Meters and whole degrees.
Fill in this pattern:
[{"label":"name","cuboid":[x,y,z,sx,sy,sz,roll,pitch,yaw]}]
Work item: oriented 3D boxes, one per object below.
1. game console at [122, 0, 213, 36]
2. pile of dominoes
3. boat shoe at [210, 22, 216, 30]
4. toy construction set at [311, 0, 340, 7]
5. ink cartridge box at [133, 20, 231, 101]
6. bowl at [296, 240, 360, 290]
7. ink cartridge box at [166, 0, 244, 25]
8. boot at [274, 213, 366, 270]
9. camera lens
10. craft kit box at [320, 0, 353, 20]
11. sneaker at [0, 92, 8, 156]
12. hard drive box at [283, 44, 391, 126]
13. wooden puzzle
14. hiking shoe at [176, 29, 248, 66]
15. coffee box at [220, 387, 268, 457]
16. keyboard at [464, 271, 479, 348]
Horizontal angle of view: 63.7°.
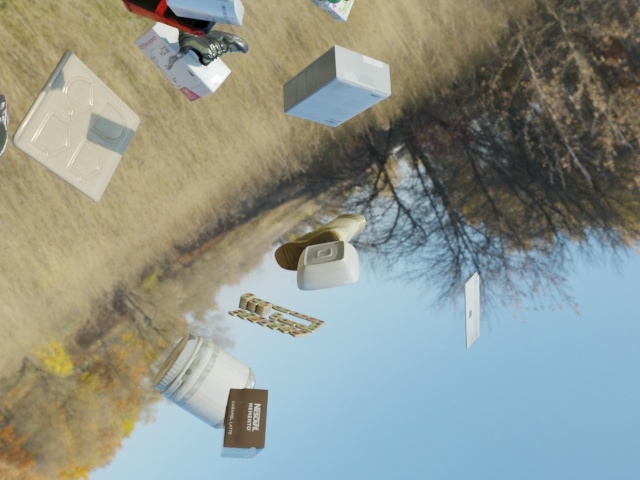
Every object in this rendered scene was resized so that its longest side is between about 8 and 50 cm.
[{"label":"game console","cuboid":[-0.397,-0.824,1.554,0.386,0.342,0.060,-64,168,-6]},{"label":"pile of dominoes","cuboid":[-0.124,0.216,1.531,0.196,0.251,0.040,-17,122,-72]},{"label":"boat shoe","cuboid":[-0.445,-0.771,1.927,0.184,0.063,0.066,-52,-179,8]},{"label":"toy construction set","cuboid":[-0.039,-0.604,1.046,0.309,0.237,0.257,-2,162,14]},{"label":"ink cartridge box","cuboid":[-0.487,-0.644,1.809,0.207,0.283,0.117,5,-123,53]},{"label":"bowl","cuboid":[0.014,0.050,1.150,0.142,0.053,0.142,-9,-152,9]},{"label":"ink cartridge box","cuboid":[-0.310,-0.628,1.333,0.189,0.066,0.232,10,-170,0]},{"label":"boot","cuboid":[0.000,0.000,1.599,0.262,0.095,0.203,-24,-172,36]},{"label":"camera lens","cuboid":[-0.365,0.453,1.658,0.219,0.274,0.219,-48,-165,17]},{"label":"craft kit box","cuboid":[0.035,-0.863,1.608,0.247,0.061,0.249,14,98,-52]},{"label":"sneaker","cuboid":[-0.761,-0.254,1.206,0.072,0.178,0.077,9,161,-19]},{"label":"hard drive box","cuboid":[0.039,-0.395,1.352,0.181,0.089,0.232,6,167,-37]},{"label":"wooden puzzle","cuboid":[-0.722,-0.332,1.538,0.348,0.081,0.321,56,49,-59]},{"label":"hiking shoe","cuboid":[-0.342,-0.607,1.635,0.227,0.114,0.086,4,-166,-24]},{"label":"coffee box","cuboid":[-0.198,0.474,1.321,0.098,0.141,0.246,6,153,-10]},{"label":"keyboard","cuboid":[0.459,0.217,1.567,0.072,0.255,0.014,-32,-143,-30]}]
